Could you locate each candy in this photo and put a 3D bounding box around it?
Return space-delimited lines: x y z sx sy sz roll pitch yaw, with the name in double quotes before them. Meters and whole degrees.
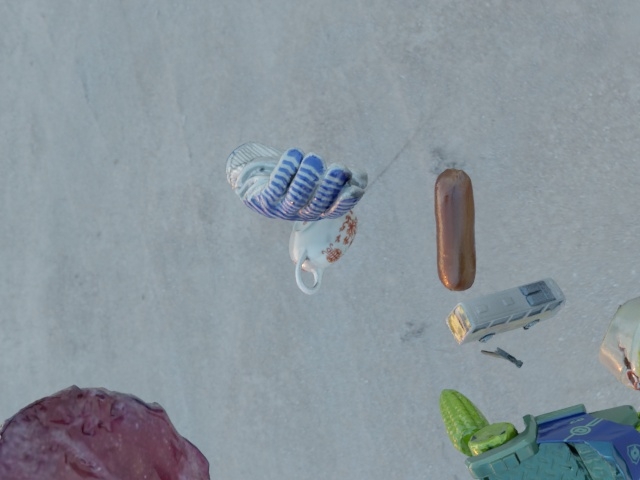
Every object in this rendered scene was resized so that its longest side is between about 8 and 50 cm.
"candy" 0.325 0.409 1.355 0.209 0.096 0.097 -114 41 -72

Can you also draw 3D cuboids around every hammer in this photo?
"hammer" 0.419 0.273 1.397 0.062 0.182 0.017 33 82 -1

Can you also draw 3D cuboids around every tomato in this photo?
"tomato" -0.254 0.300 0.561 0.176 0.290 0.335 -26 34 19

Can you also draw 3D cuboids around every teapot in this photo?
"teapot" 0.000 0.000 1.173 0.159 0.116 0.246 -5 48 39

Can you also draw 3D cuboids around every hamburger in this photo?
"hamburger" 0.806 0.241 1.416 0.151 0.295 0.227 29 120 49

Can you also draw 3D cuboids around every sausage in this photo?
"sausage" 0.311 -0.018 1.348 0.089 0.083 0.300 24 129 54

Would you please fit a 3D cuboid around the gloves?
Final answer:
"gloves" -0.031 -0.072 0.705 0.229 0.119 0.097 14 124 53

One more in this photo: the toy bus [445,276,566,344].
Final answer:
"toy bus" 0.512 0.191 1.608 0.138 0.342 0.097 105 147 -50

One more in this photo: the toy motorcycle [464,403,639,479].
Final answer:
"toy motorcycle" 0.433 0.393 1.014 0.326 0.200 0.191 -29 84 13
